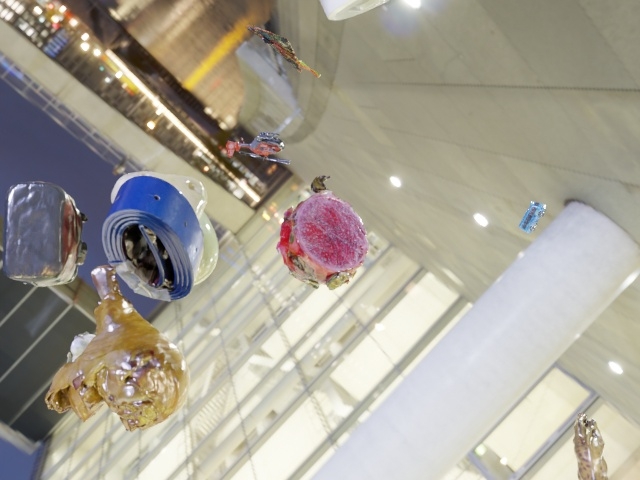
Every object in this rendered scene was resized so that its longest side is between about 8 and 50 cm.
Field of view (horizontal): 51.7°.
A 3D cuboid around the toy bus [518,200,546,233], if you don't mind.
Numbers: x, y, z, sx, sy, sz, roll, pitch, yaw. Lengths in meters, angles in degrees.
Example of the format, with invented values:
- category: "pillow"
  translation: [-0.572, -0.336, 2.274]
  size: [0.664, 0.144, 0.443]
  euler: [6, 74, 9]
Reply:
- category: "toy bus"
  translation: [0.568, -0.063, 1.771]
  size: [0.046, 0.083, 0.038]
  euler: [29, -148, 13]

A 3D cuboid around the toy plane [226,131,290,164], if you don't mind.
- category: "toy plane"
  translation: [-0.134, -0.200, 1.417]
  size: [0.145, 0.060, 0.037]
  euler: [6, -154, 10]

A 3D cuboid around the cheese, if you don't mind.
- category: "cheese"
  translation: [-0.424, -0.098, 1.813]
  size: [0.251, 0.174, 0.248]
  euler: [35, -153, 6]

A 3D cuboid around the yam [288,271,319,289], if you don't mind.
- category: "yam"
  translation: [-0.046, 0.110, 1.816]
  size: [0.107, 0.014, 0.014]
  euler: [32, -173, -31]

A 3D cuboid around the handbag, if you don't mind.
- category: "handbag"
  translation: [-0.675, -0.013, 1.628]
  size: [0.181, 0.181, 0.255]
  euler: [136, 131, -80]

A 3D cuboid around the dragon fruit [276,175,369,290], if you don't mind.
- category: "dragon fruit"
  translation: [0.000, 0.000, 1.525]
  size: [0.211, 0.147, 0.282]
  euler: [5, -121, -28]

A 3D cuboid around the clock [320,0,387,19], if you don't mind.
- category: "clock"
  translation: [0.108, -0.570, 1.464]
  size: [0.230, 0.230, 0.083]
  euler: [-130, 16, -85]

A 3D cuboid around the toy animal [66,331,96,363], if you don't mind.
- category: "toy animal"
  translation: [-0.531, 0.345, 1.750]
  size: [0.289, 0.249, 0.174]
  euler: [37, -152, -10]

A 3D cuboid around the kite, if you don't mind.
- category: "kite"
  translation: [-0.076, -0.376, 1.303]
  size: [0.183, 0.014, 0.241]
  euler: [35, -178, -1]

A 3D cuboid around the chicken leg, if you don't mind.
- category: "chicken leg"
  translation: [-0.450, 0.232, 1.385]
  size: [0.409, 0.295, 0.182]
  euler: [59, 178, 32]

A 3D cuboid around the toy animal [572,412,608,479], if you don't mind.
- category: "toy animal"
  translation: [0.478, 0.429, 1.153]
  size: [0.275, 0.054, 0.149]
  euler: [-79, -23, -50]

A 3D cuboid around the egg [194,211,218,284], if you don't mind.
- category: "egg"
  translation: [-0.437, 0.000, 2.095]
  size: [0.218, 0.218, 0.296]
  euler: [39, -135, -83]

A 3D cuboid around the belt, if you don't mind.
- category: "belt"
  translation: [-0.396, 0.005, 1.572]
  size: [0.212, 0.117, 0.347]
  euler: [4, 142, 4]
